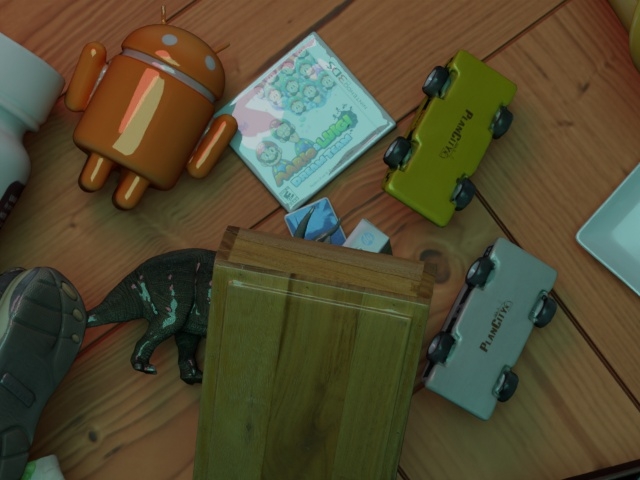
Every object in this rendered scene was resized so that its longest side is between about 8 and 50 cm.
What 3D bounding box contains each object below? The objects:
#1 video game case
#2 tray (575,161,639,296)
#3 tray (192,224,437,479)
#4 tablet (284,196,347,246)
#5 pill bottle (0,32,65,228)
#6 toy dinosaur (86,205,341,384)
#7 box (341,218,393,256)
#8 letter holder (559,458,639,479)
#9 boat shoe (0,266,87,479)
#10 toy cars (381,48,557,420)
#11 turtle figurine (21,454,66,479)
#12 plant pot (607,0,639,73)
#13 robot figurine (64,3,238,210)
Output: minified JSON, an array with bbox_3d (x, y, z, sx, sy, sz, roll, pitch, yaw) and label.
[{"bbox_3d":[-0.020,-0.131,1.835,0.157,0.019,0.143,-40,82,-3],"label":"video game case"},{"bbox_3d":[0.418,-0.052,1.802,0.145,0.030,0.270,42,85,8],"label":"tray"},{"bbox_3d":[-0.018,0.188,1.630,0.202,0.076,0.411,11,127,4],"label":"tray"},{"bbox_3d":[0.000,0.000,1.814,0.054,0.006,0.083,-24,93,-3],"label":"tablet"},{"bbox_3d":[-0.447,-0.047,1.735,0.224,0.224,0.392,29,84,6],"label":"pill bottle"},{"bbox_3d":[-0.127,0.069,1.779,0.313,0.121,0.160,-4,68,9],"label":"toy dinosaur"},{"bbox_3d":[0.020,0.059,1.721,0.038,0.186,0.145,36,84,11],"label":"box"},{"bbox_3d":[0.251,0.321,1.661,0.301,0.214,0.152,-15,82,0],"label":"letter holder"},{"bbox_3d":[-0.367,0.182,1.663,0.130,0.132,0.355,4,53,38],"label":"boat shoe"},{"bbox_3d":[0.151,-0.004,1.777,0.176,0.087,0.394,-10,85,-20],"label":"toy cars"},{"bbox_3d":[-0.289,0.377,1.682,0.274,0.198,0.266,-28,76,-8],"label":"turtle figurine"},{"bbox_3d":[0.400,-0.291,1.729,0.254,0.254,0.239,-34,57,-3],"label":"plant pot"},{"bbox_3d":[-0.187,-0.142,1.787,0.158,0.128,0.219,24,83,28],"label":"robot figurine"}]
